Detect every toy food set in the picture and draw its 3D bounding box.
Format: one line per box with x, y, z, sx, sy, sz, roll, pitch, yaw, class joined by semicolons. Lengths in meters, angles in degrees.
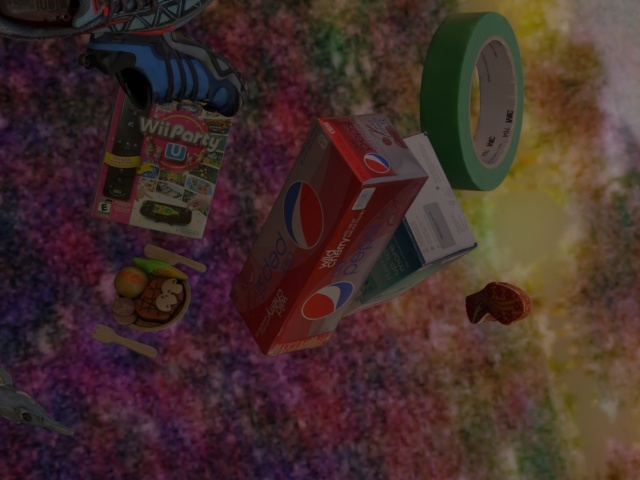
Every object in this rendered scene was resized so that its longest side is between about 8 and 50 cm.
-0.275;0.087;1.595;0.038;0.132;0.192;86;25;-56;toy food set

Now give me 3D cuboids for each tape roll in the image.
0.281;-0.251;1.810;0.321;0.077;0.321;-16;109;-57;tape roll

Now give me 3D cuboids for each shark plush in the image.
-0.438;0.254;1.446;0.161;0.073;0.067;45;-15;-20;shark plush

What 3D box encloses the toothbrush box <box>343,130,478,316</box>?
0.106;-0.021;1.717;0.295;0.126;0.216;-39;-108;58;toothbrush box

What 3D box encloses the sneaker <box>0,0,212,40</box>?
-0.218;-0.242;1.002;0.125;0.261;0.104;-125;-157;-66;sneaker

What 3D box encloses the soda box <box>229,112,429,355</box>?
0.000;0.000;0.982;0.092;0.083;0.263;57;-42;29;soda box

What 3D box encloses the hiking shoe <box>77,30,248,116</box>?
-0.224;-0.238;1.420;0.304;0.113;0.132;34;79;-51;hiking shoe

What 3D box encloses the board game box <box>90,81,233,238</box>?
-0.305;-0.176;1.928;0.097;0.224;0.303;-115;-140;-67;board game box

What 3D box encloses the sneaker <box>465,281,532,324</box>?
0.264;0.085;1.423;0.175;0.067;0.064;165;-87;-77;sneaker
